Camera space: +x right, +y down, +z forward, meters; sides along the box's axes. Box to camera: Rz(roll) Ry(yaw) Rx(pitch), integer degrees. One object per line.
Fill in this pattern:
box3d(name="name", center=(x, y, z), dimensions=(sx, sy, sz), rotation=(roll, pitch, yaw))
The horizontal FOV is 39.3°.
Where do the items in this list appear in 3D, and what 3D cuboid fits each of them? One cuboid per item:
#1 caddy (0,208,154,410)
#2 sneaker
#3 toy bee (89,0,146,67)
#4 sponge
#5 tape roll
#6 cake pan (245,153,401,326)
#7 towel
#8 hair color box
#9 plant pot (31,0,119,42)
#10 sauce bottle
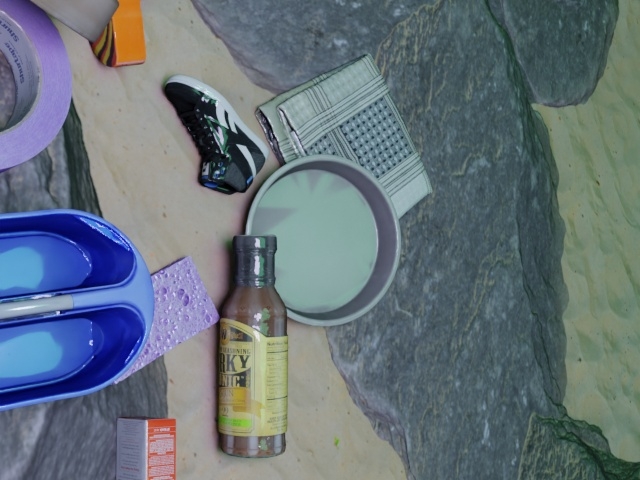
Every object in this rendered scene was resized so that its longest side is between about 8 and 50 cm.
box3d(name="caddy", center=(-0.385, 0.087, 1.141), dimensions=(0.341, 0.179, 0.241), rotation=(-7, 88, -34))
box3d(name="sneaker", center=(-0.179, -0.158, 1.440), dimensions=(0.217, 0.079, 0.121), rotation=(41, 58, -30))
box3d(name="toy bee", center=(-0.316, -0.418, 1.343), dimensions=(0.195, 0.162, 0.298), rotation=(11, 100, -47))
box3d(name="sponge", center=(-0.259, 0.118, 1.359), dimensions=(0.210, 0.031, 0.117), rotation=(-31, 103, -39))
box3d(name="tape roll", center=(-0.477, -0.220, 1.192), dimensions=(0.275, 0.090, 0.274), rotation=(7, 79, -39))
box3d(name="cake pan", center=(0.000, 0.000, 1.541), dimensions=(0.293, 0.054, 0.293), rotation=(1, 88, -26))
box3d(name="towel", center=(0.059, -0.161, 1.659), dimensions=(0.324, 0.056, 0.312), rotation=(-35, 106, -37))
box3d(name="hair color box", center=(-0.251, 0.340, 1.290), dimensions=(0.053, 0.093, 0.167), rotation=(7, 79, -39))
box3d(name="plant pot", center=(-0.333, -0.451, 1.091), dimensions=(0.323, 0.323, 0.280), rotation=(33, 95, -32))
box3d(name="sauce bottle", center=(-0.106, 0.163, 1.414), dimensions=(0.111, 0.111, 0.344), rotation=(2, 86, -40))
